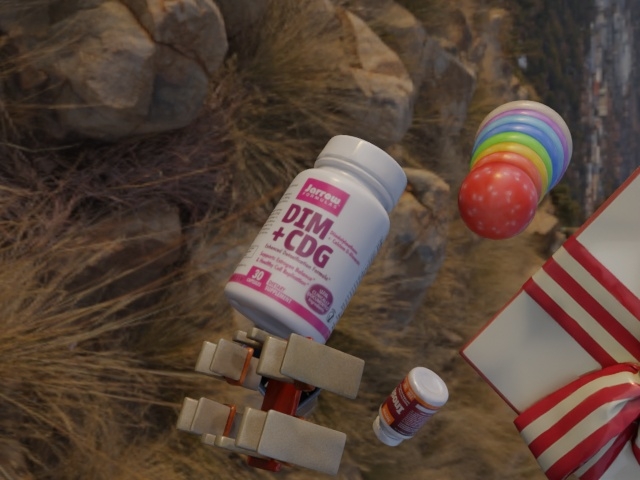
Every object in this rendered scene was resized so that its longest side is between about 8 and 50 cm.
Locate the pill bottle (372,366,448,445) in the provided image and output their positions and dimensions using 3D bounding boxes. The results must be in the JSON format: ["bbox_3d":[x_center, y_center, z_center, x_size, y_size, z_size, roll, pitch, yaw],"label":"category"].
[{"bbox_3d":[0.164,0.316,1.338,0.086,0.086,0.152,-22,151,-57],"label":"pill bottle"}]

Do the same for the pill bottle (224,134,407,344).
[{"bbox_3d":[0.000,0.000,1.020,0.283,0.160,0.160,-59,141,-17],"label":"pill bottle"}]

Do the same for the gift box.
[{"bbox_3d":[0.310,0.088,0.578,0.258,0.276,0.255,-7,134,-58],"label":"gift box"}]

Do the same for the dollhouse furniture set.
[{"bbox_3d":[-0.061,0.232,0.794,0.135,0.262,0.259,24,71,-23],"label":"dollhouse furniture set"}]

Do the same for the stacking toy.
[{"bbox_3d":[0.249,-0.085,0.919,0.330,0.141,0.141,-46,131,-62],"label":"stacking toy"}]

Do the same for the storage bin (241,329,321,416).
[{"bbox_3d":[-0.055,0.213,1.112,0.098,0.135,0.091,-36,153,-16],"label":"storage bin"}]
